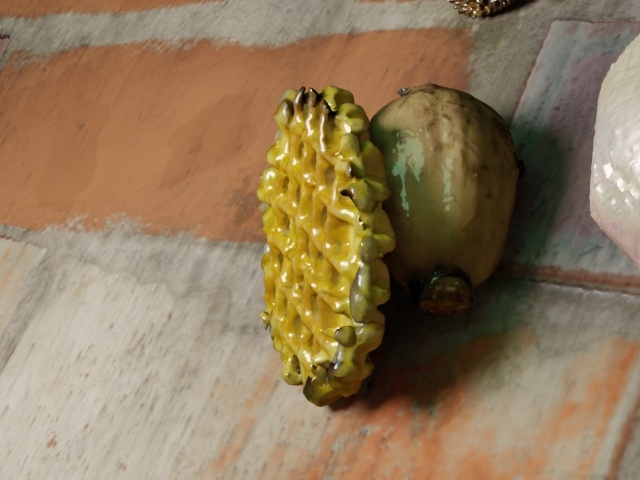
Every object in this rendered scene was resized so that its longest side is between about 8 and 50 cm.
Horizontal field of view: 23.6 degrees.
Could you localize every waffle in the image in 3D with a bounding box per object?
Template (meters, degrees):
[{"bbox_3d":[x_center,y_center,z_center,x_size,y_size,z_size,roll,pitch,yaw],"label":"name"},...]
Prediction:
[{"bbox_3d":[0.002,0.009,1.468,0.329,0.062,0.329,179,90,-70],"label":"waffle"}]

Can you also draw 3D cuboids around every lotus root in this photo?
[{"bbox_3d":[0.117,-0.054,1.473,0.154,0.140,0.257,2,61,-8],"label":"lotus root"}]

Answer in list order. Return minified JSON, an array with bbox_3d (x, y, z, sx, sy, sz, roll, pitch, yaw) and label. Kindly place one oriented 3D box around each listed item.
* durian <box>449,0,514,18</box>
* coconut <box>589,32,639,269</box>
[{"bbox_3d":[0.188,-0.317,1.658,0.148,0.091,0.188,-37,44,9],"label":"durian"},{"bbox_3d":[0.355,-0.066,1.194,0.297,0.254,0.297,-19,54,28],"label":"coconut"}]
